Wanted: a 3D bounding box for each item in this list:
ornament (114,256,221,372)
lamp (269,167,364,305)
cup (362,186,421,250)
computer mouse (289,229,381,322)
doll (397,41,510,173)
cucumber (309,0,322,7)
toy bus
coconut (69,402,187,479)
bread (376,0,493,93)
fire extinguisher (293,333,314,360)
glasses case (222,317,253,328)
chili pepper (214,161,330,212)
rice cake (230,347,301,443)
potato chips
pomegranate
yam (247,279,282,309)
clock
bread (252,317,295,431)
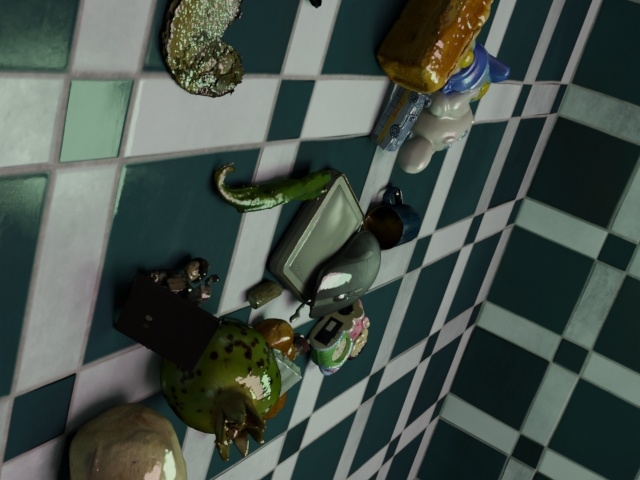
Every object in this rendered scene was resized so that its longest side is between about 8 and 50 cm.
[{"bbox_3d":[-0.231,0.081,1.367,0.153,0.166,0.196,-56,-175,40],"label":"ornament"},{"bbox_3d":[0.000,0.000,1.831,0.269,0.047,0.266,-58,155,-12],"label":"lamp"},{"bbox_3d":[0.196,-0.054,2.084,0.138,0.113,0.150,-13,131,-62],"label":"cup"},{"bbox_3d":[0.052,0.107,1.897,0.379,0.090,0.167,-39,149,-45],"label":"computer mouse"},{"bbox_3d":[0.341,-0.358,1.986,0.376,0.187,0.366,-71,-179,-56],"label":"doll"},{"bbox_3d":[-0.024,-0.441,1.370,0.039,0.043,0.163,-24,151,5],"label":"cucumber"},{"bbox_3d":[0.191,-0.297,1.852,0.064,0.075,0.191,1,123,-53],"label":"toy bus"},{"bbox_3d":[-0.334,0.403,1.391,0.224,0.224,0.224,-45,149,-36],"label":"coconut"},{"bbox_3d":[0.252,-0.469,1.739,0.132,0.166,0.294,39,79,-41],"label":"bread"},{"bbox_3d":[-0.072,0.272,1.958,0.158,0.043,0.064,-29,96,-52],"label":"fire extinguisher"},{"bbox_3d":[-0.209,0.252,1.671,0.184,0.039,0.078,-64,155,0],"label":"glasses case"},{"bbox_3d":[-0.085,-0.100,1.547,0.085,0.076,0.359,-46,163,24],"label":"chili pepper"},{"bbox_3d":[-0.152,0.344,1.760,0.237,0.043,0.127,-41,134,2],"label":"rice cake"},{"bbox_3d":[-0.165,-0.315,1.229,0.202,0.029,0.220,-48,149,-30],"label":"potato chips"},{"bbox_3d":[-0.164,0.282,1.495,0.230,0.286,0.231,-26,141,-23],"label":"pomegranate"},{"bbox_3d":[-0.121,0.115,1.710,0.094,0.043,0.043,-30,139,-49],"label":"yam"},{"bbox_3d":[0.052,0.264,2.136,0.194,0.100,0.195,-49,149,-21],"label":"clock"},{"bbox_3d":[-0.128,0.317,1.844,0.124,0.084,0.344,-10,129,-25],"label":"bread"}]
